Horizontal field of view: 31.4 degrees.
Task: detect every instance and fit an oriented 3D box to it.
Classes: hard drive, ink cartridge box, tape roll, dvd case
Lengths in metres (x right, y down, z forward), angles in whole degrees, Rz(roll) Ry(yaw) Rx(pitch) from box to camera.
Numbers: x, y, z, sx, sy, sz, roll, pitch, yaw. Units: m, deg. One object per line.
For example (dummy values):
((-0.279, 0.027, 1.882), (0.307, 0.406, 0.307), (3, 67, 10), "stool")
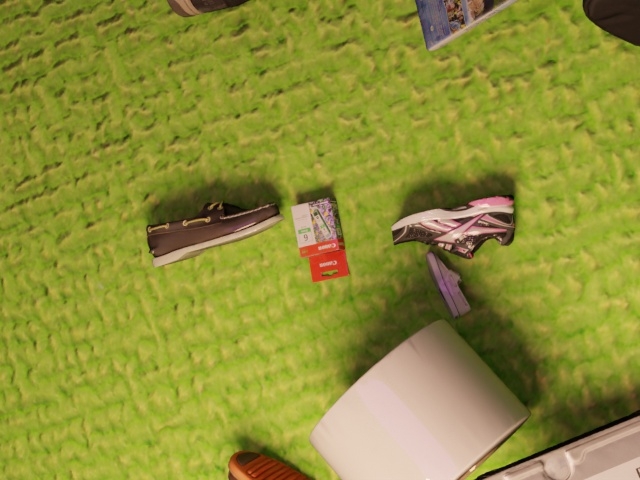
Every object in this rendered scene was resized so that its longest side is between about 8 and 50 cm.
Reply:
((0.350, 0.354, 1.391), (0.338, 0.064, 0.237), (-18, 80, -13), "hard drive")
((0.000, 0.000, 1.646), (0.062, 0.029, 0.115), (-13, 85, 21), "ink cartridge box")
((0.129, 0.244, 1.478), (0.246, 0.246, 0.169), (-46, 74, 15), "tape roll")
((0.194, -0.375, 1.493), (0.253, 0.022, 0.180), (-22, 79, 61), "dvd case")

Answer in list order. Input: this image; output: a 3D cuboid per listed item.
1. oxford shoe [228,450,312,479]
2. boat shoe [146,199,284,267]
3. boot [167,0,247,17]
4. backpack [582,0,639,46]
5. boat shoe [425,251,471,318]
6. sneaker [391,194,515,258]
((-0.015, 0.449, 1.600), (0.363, 0.130, 0.133), (43, 111, 17), "oxford shoe")
((-0.161, -0.022, 1.682), (0.227, 0.081, 0.069), (-18, 87, 23), "boat shoe")
((-0.092, -0.516, 1.627), (0.284, 0.138, 0.378), (2, 94, 23), "boot")
((0.371, -0.425, 1.377), (0.273, 0.290, 0.356), (-5, 81, 36), "backpack")
((0.178, 0.058, 1.576), (0.035, 0.035, 0.100), (-23, 76, -7), "boat shoe")
((0.181, -0.009, 1.552), (0.178, 0.072, 0.077), (-12, 87, 22), "sneaker")
